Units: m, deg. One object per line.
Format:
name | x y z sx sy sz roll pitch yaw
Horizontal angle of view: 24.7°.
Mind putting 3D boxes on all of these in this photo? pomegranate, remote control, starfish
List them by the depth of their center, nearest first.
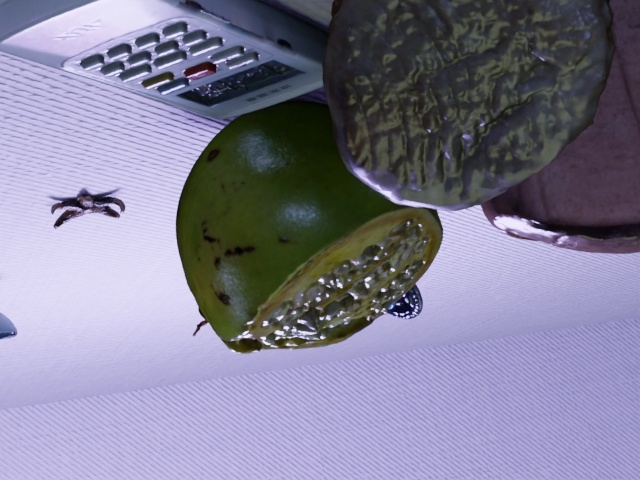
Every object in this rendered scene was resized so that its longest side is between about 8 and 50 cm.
remote control | -0.117 -0.162 1.185 0.145 0.050 0.344 -17 168 26
pomegranate | 0.003 -0.049 1.500 0.358 0.216 0.310 -43 156 3
starfish | -0.277 -0.035 1.703 0.091 0.028 0.078 3 157 -40

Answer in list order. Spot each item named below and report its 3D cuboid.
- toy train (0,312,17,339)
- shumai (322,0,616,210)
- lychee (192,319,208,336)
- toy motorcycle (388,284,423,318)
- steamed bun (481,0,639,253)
toy train | -0.604 0.108 1.939 0.407 0.088 0.086 -4 168 -32
shumai | 0.111 -0.174 1.183 0.222 0.204 0.272 33 127 -18
lychee | -0.128 0.096 2.285 0.140 0.101 0.114 -14 165 7
toy motorcycle | 0.000 0.000 1.754 0.272 0.182 0.123 15 -136 34
steamed bun | 0.288 -0.115 1.361 0.301 0.252 0.199 -8 179 3
